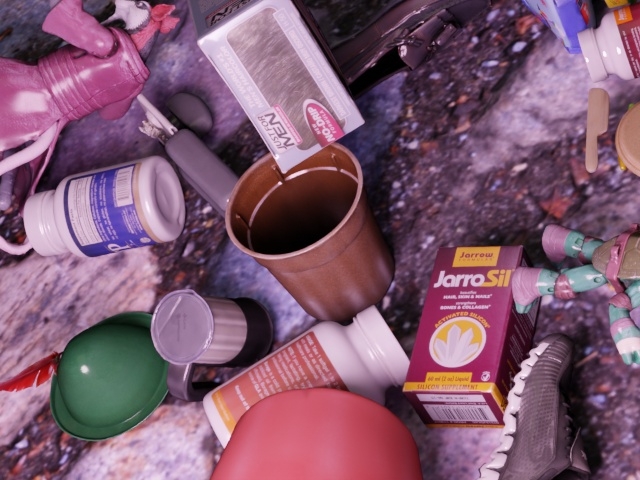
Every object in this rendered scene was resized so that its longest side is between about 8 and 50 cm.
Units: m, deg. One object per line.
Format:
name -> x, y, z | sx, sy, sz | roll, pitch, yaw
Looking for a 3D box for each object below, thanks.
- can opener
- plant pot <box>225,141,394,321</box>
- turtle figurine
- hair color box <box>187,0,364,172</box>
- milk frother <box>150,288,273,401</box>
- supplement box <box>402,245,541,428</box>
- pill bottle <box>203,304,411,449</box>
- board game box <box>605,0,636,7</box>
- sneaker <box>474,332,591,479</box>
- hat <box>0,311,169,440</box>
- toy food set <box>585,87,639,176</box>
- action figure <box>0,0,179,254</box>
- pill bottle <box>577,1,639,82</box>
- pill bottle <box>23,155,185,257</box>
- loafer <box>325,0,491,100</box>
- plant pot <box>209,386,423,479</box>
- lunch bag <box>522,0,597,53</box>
can opener -> -0.157, -0.118, 2.067 | 0.093, 0.074, 0.280 | -36, 46, -4
plant pot -> 0.000, 0.000, 1.826 | 0.167, 0.165, 0.167 | -15, 48, 17
turtle figurine -> 0.322, 0.040, 1.632 | 0.234, 0.118, 0.175 | 10, 28, 38
hair color box -> -0.067, -0.246, 1.871 | 0.114, 0.185, 0.374 | -31, 26, 6
milk frother -> -0.095, 0.122, 1.797 | 0.143, 0.135, 0.129 | -4, 83, 28
supplement box -> 0.166, 0.103, 1.713 | 0.104, 0.081, 0.188 | -2, 53, 26
pill bottle -> -0.008, 0.165, 1.727 | 0.216, 0.121, 0.121 | -32, 46, 1
board game box -> 0.326, -0.396, 1.913 | 0.039, 0.259, 0.124 | -12, 49, 31
sneaker -> 0.231, 0.203, 1.606 | 0.106, 0.078, 0.234 | 12, 61, 27
hat -> -0.284, 0.123, 1.861 | 0.173, 0.183, 0.208 | -12, 49, 18
toy food set -> 0.398, -0.116, 1.806 | 0.192, 0.038, 0.132 | 2, 60, 16
action figure -> -0.347, -0.208, 2.122 | 0.370, 0.248, 0.275 | -30, 47, 6
pill bottle -> 0.385, -0.239, 1.872 | 0.152, 0.086, 0.086 | -18, 48, 14
pill bottle -> -0.278, -0.037, 2.039 | 0.187, 0.112, 0.112 | -11, 50, 20
loafer -> 0.090, -0.235, 2.029 | 0.302, 0.109, 0.095 | -26, 64, 16
plant pot -> -0.009, 0.294, 1.543 | 0.275, 0.275, 0.243 | -13, 38, 18
lunch bag -> 0.263, -0.380, 1.957 | 0.138, 0.221, 0.293 | -26, 46, 8
